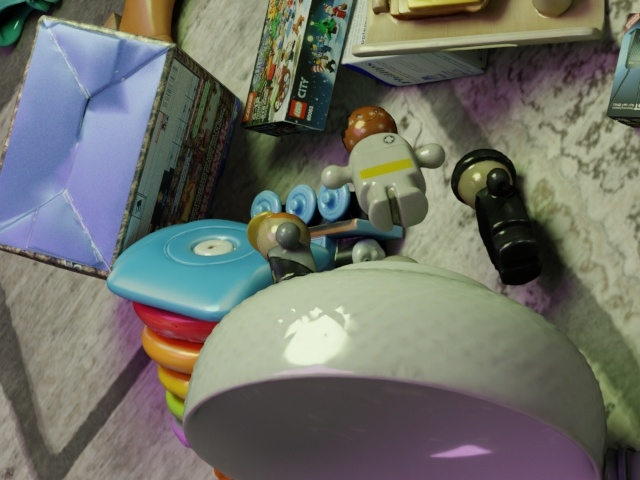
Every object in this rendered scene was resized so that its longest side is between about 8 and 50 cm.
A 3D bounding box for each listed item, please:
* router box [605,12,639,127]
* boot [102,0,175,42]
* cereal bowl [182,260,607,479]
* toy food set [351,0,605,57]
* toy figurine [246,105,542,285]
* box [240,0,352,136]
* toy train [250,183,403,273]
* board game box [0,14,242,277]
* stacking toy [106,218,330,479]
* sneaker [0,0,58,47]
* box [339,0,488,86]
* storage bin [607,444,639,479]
[{"bbox_3d":[0.298,-0.139,1.505,0.122,0.038,0.092,5,81,51],"label":"router box"},{"bbox_3d":[-0.186,-0.241,2.109,0.197,0.073,0.152,-58,38,36],"label":"boot"},{"bbox_3d":[0.065,0.113,1.463,0.339,0.339,0.141,-18,52,46],"label":"cereal bowl"},{"bbox_3d":[0.138,-0.309,1.643,0.219,0.092,0.306,-3,70,17],"label":"toy food set"},{"bbox_3d":[0.064,-0.002,1.600,0.213,0.209,0.148,-52,32,27],"label":"toy figurine"},{"bbox_3d":[-0.015,-0.223,1.836,0.159,0.044,0.233,-178,101,-72],"label":"box"},{"bbox_3d":[0.000,0.000,1.786,0.184,0.080,0.105,-9,78,46],"label":"toy train"},{"bbox_3d":[-0.205,-0.075,1.871,0.141,0.291,0.232,14,86,12],"label":"board game box"},{"bbox_3d":[-0.089,0.141,1.752,0.165,0.175,0.302,13,119,35],"label":"stacking toy"},{"bbox_3d":[-0.357,-0.353,2.358,0.275,0.107,0.110,-41,67,40],"label":"sneaker"},{"bbox_3d":[0.097,-0.222,1.754,0.137,0.072,0.126,-2,73,49],"label":"box"},{"bbox_3d":[0.276,0.208,1.353,0.091,0.098,0.135,-27,34,28],"label":"storage bin"}]
